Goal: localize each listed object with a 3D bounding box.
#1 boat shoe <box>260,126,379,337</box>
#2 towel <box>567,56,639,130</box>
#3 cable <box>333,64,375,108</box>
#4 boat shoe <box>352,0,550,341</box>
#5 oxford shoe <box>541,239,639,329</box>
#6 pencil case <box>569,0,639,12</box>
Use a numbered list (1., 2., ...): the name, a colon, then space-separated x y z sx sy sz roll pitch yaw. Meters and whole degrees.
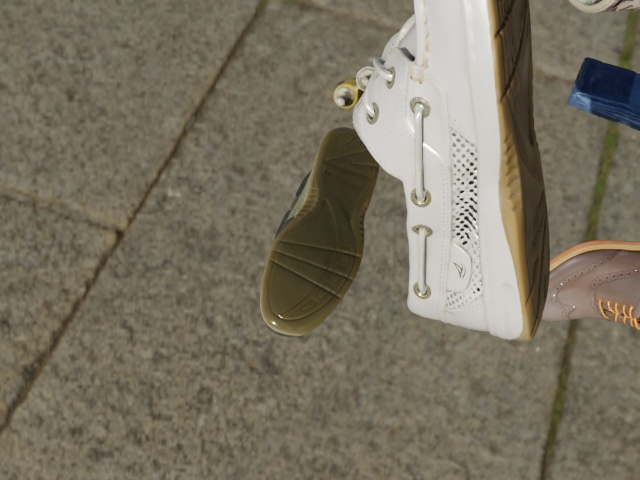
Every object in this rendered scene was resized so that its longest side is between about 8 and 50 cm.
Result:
1. boat shoe: -0.001 -0.001 1.014 0.080 0.073 0.224 20 60 -3
2. towel: 0.332 -0.156 1.176 0.119 0.029 0.067 20 62 7
3. cable: 0.083 -0.230 1.533 0.139 0.072 0.287 -21 16 4
4. boat shoe: 0.060 -0.067 0.570 0.096 0.277 0.098 2 29 21
5. oxford shoe: 0.478 0.079 1.729 0.130 0.363 0.133 48 40 -30
6. pencil case: 0.524 -0.381 1.535 0.410 0.160 0.183 2 15 -27
